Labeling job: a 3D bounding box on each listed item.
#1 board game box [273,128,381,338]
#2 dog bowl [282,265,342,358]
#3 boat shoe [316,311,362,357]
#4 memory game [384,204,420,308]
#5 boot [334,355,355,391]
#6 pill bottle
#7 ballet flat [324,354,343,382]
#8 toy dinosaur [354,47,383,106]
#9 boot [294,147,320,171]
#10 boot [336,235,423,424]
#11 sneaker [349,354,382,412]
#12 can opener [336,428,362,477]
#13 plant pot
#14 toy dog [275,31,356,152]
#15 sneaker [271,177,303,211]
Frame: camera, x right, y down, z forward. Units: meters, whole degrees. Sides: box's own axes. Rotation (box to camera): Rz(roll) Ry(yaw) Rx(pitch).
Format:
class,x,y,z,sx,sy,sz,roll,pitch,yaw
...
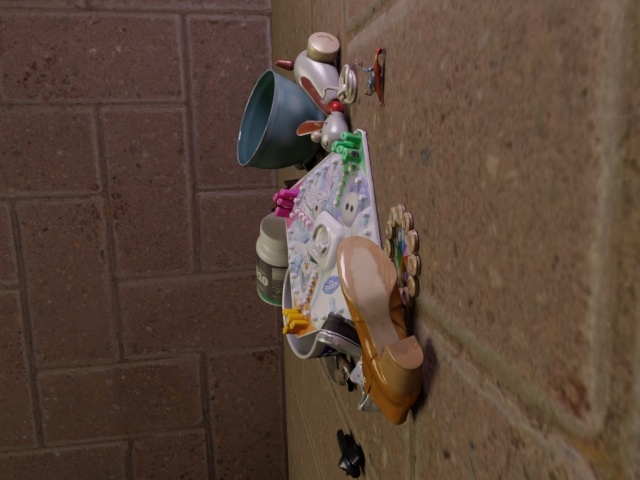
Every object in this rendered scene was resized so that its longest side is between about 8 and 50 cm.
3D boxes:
class,x,y,z,sx,sy,sz,roll,pitch,yaw
board game box,0.000,0.000,1.299,0.390,0.050,0.391,-33,58,55
dog bowl,-0.008,0.172,1.477,0.265,0.104,0.265,180,90,-67
boat shoe,0.066,0.200,1.168,0.219,0.077,0.070,42,-116,-59
memory game,0.140,0.029,0.988,0.186,0.012,0.187,177,90,-81
boot,0.067,0.363,1.478,0.087,0.042,0.119,-121,21,-55
pill bottle,-0.151,0.074,2.223,0.204,0.204,0.361,-102,13,-45
ballet flat,0.040,0.274,1.597,0.084,0.058,0.250,-22,76,62
toy dinosaur,0.108,-0.313,1.054,0.090,0.047,0.082,46,143,22
boot,-0.046,-0.284,1.911,0.209,0.075,0.190,-116,22,-52
boot,0.090,0.160,0.996,0.211,0.104,0.295,96,158,-50
sneaker,0.097,0.246,1.110,0.071,0.082,0.191,120,147,-77
can opener,0.076,0.553,1.475,0.059,0.073,0.186,49,179,-9
plant pot,-0.110,-0.341,1.712,0.293,0.196,0.293,-42,40,50
toy dog,-0.024,-0.373,1.411,0.334,0.160,0.220,-104,14,-50
sneaker,-0.078,-0.068,1.841,0.106,0.162,0.282,-172,80,-81
